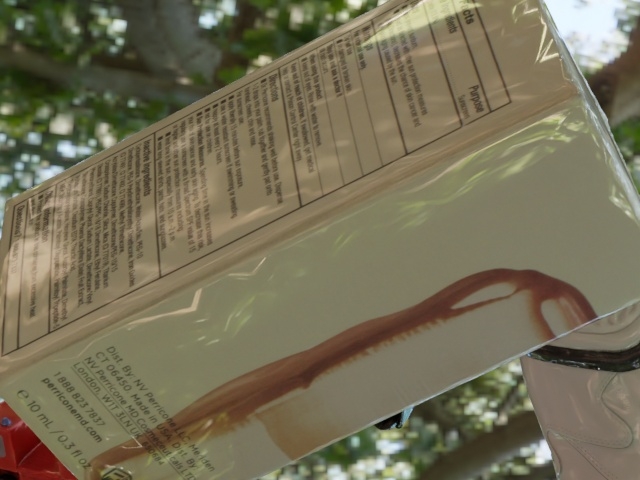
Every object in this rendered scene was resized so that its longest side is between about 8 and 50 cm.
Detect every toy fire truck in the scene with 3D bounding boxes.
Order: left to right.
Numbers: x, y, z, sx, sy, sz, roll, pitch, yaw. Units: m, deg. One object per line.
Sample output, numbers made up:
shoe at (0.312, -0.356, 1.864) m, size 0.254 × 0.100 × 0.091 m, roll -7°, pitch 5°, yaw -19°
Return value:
toy fire truck at (-0.147, 0.121, 1.042) m, size 0.192 × 0.047 × 0.135 m, roll 11°, pitch -59°, yaw 25°

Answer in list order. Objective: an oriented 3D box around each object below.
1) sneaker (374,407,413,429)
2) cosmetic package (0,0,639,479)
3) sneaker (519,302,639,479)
sneaker at (0.055, 0.116, 1.292) m, size 0.063 × 0.162 × 0.073 m, roll 22°, pitch -92°, yaw 13°
cosmetic package at (0.000, 0.000, 0.771) m, size 0.296 × 0.129 × 0.153 m, roll -26°, pitch -145°, yaw 14°
sneaker at (0.305, 0.099, 1.021) m, size 0.366 × 0.137 × 0.210 m, roll -6°, pitch -78°, yaw 12°
